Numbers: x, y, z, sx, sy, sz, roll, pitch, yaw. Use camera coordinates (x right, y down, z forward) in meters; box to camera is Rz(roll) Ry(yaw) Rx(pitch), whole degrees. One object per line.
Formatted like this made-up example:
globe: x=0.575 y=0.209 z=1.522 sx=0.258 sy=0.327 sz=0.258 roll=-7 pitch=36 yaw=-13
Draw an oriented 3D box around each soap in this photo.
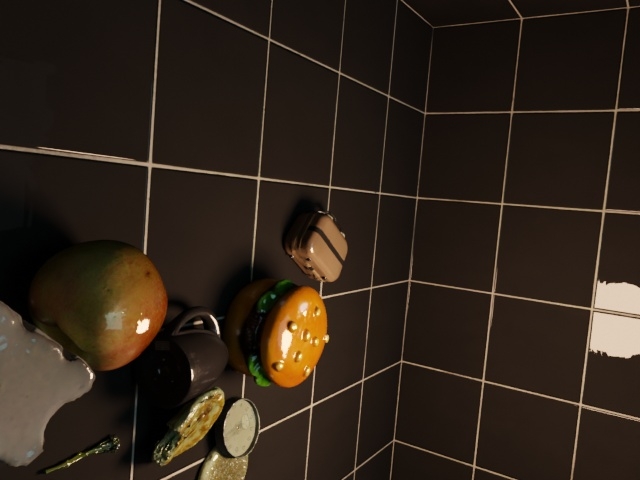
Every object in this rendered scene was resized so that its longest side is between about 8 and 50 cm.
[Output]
soap: x=-0.674 y=0.180 z=0.978 sx=0.212 sy=0.436 sz=0.350 roll=-57 pitch=144 yaw=-27

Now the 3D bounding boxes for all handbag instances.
handbag: x=0.000 y=0.000 z=2.282 sx=0.301 sy=0.149 sz=0.283 roll=52 pitch=51 yaw=-46

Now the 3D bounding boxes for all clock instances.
clock: x=-0.299 y=0.682 z=1.998 sx=0.215 sy=0.042 sz=0.214 roll=19 pitch=68 yaw=-57

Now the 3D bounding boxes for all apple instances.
apple: x=-0.522 y=0.146 z=1.318 sx=0.277 sy=0.319 sz=0.318 roll=-48 pitch=134 yaw=-41

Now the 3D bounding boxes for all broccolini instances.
broccolini: x=-0.644 y=0.579 z=1.487 sx=0.218 sy=0.044 sz=0.042 roll=-2 pitch=113 yaw=-52

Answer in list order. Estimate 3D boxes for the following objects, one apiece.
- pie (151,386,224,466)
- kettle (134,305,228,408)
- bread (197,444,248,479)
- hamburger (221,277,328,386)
pie: x=-0.410 y=0.582 z=1.721 sx=0.302 sy=0.067 sz=0.302 roll=-50 pitch=164 yaw=-20
kettle: x=-0.393 y=0.340 z=1.682 sx=0.290 sy=0.208 sz=0.268 roll=-6 pitch=96 yaw=-65
bread: x=-0.350 y=0.852 z=1.996 sx=0.267 sy=0.041 sz=0.266 roll=-19 pitch=112 yaw=-56
hamburger: x=-0.137 y=0.324 z=2.004 sx=0.396 sy=0.278 sz=0.395 roll=-21 pitch=115 yaw=-55
